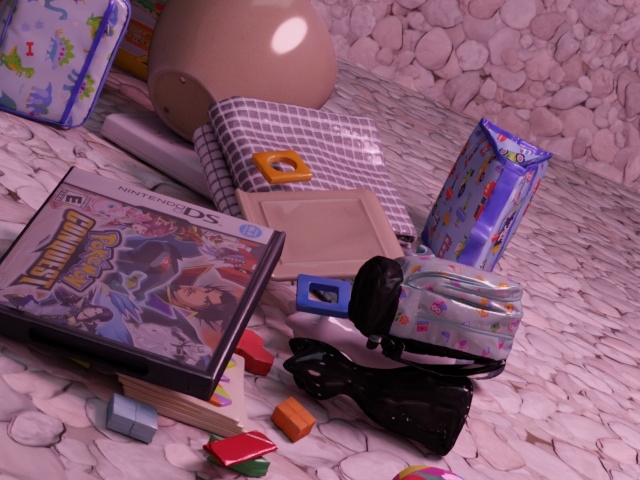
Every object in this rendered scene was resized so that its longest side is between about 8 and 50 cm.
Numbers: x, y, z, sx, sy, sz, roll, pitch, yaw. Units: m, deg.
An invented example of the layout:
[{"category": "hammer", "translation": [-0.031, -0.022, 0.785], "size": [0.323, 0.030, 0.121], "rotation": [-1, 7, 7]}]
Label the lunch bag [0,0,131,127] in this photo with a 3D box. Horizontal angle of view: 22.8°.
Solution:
[{"category": "lunch bag", "translation": [-0.369, -0.275, 2.207], "size": [0.176, 0.219, 0.090], "rotation": [19, 18, -27]}]

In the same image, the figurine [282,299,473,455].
[{"category": "figurine", "translation": [0.054, 0.138, 1.806], "size": [0.209, 0.092, 0.215], "rotation": [20, 15, -8]}]

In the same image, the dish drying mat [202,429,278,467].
[{"category": "dish drying mat", "translation": [-0.074, 0.193, 1.481], "size": [0.032, 0.008, 0.083], "rotation": [39, 23, 25]}]

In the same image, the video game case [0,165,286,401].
[{"category": "video game case", "translation": [-0.188, 0.035, 1.609], "size": [0.248, 0.035, 0.275], "rotation": [18, 34, 5]}]

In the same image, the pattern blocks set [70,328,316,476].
[{"category": "pattern blocks set", "translation": [-0.137, 0.135, 1.612], "size": [0.285, 0.026, 0.325], "rotation": [19, 17, -23]}]

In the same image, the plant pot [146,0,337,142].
[{"category": "plant pot", "translation": [-0.146, -0.248, 2.329], "size": [0.284, 0.284, 0.191], "rotation": [30, 51, 15]}]

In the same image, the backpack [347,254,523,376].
[{"category": "backpack", "translation": [0.132, 0.077, 1.743], "size": [0.182, 0.115, 0.152], "rotation": [13, 13, -10]}]

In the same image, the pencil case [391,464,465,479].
[{"category": "pencil case", "translation": [0.097, 0.284, 1.369], "size": [0.104, 0.104, 0.236], "rotation": [25, 16, -3]}]

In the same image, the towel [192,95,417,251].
[{"category": "towel", "translation": [-0.014, -0.076, 2.176], "size": [0.283, 0.121, 0.235], "rotation": [7, 42, -35]}]

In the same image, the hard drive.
[{"category": "hard drive", "translation": [-0.150, -0.103, 2.335], "size": [0.307, 0.040, 0.203], "rotation": [31, 16, 16]}]

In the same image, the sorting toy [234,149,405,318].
[{"category": "sorting toy", "translation": [0.000, 0.000, 1.954], "size": [0.196, 0.047, 0.348], "rotation": [1, 35, -17]}]

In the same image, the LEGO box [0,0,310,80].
[{"category": "LEGO box", "translation": [-0.274, -0.436, 2.604], "size": [0.500, 0.193, 0.372], "rotation": [27, -24, 1]}]

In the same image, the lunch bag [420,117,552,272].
[{"category": "lunch bag", "translation": [0.248, -0.045, 2.443], "size": [0.138, 0.221, 0.293], "rotation": [27, 15, 2]}]

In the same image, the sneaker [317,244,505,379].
[{"category": "sneaker", "translation": [0.123, 0.077, 2.035], "size": [0.283, 0.122, 0.110], "rotation": [32, 17, 21]}]
